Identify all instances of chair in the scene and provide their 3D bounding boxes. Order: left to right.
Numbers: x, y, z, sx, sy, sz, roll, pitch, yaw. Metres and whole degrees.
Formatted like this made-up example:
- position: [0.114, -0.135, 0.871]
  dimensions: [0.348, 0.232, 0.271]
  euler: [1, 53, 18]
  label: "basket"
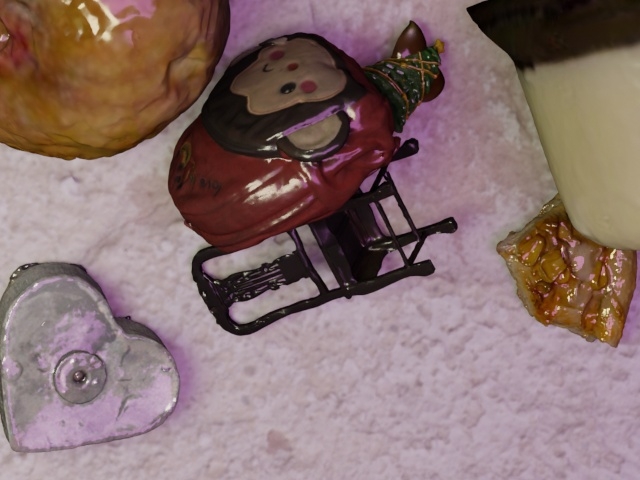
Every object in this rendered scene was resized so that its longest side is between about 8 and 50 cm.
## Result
- position: [0.000, 0.000, 1.800]
  dimensions: [0.229, 0.113, 0.106]
  euler: [-17, 111, 24]
  label: "chair"

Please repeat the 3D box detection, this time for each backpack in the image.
- position: [-0.039, -0.080, 1.702]
  dimensions: [0.229, 0.229, 0.139]
  euler: [-41, 122, -8]
  label: "backpack"

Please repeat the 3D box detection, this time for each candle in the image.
- position: [-0.235, 0.123, 1.743]
  dimensions: [0.192, 0.068, 0.168]
  euler: [41, 87, -19]
  label: "candle"

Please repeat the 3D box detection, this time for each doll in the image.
- position: [0.086, -0.155, 1.793]
  dimensions: [0.113, 0.077, 0.078]
  euler: [-34, 117, -10]
  label: "doll"

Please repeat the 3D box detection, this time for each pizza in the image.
- position: [0.252, 0.017, 1.899]
  dimensions: [0.161, 0.062, 0.182]
  euler: [7, 100, -19]
  label: "pizza"

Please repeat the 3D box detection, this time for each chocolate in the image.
- position: [0.338, -0.115, 1.746]
  dimensions: [0.326, 0.314, 0.297]
  euler: [-7, 94, -20]
  label: "chocolate"

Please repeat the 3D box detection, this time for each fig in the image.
- position: [-0.159, -0.224, 1.642]
  dimensions: [0.369, 0.286, 0.286]
  euler: [-22, 111, -47]
  label: "fig"
